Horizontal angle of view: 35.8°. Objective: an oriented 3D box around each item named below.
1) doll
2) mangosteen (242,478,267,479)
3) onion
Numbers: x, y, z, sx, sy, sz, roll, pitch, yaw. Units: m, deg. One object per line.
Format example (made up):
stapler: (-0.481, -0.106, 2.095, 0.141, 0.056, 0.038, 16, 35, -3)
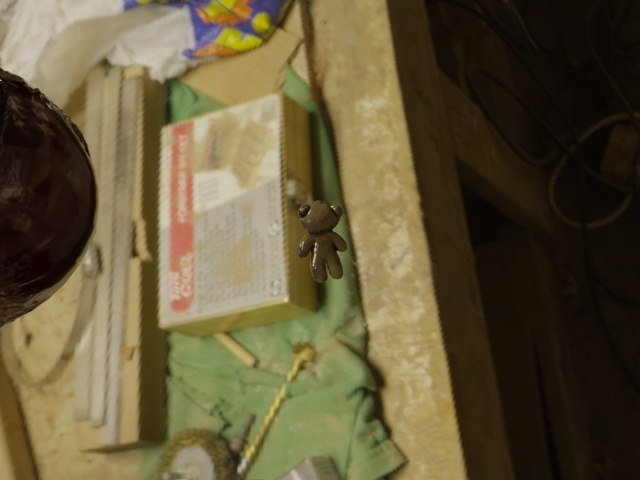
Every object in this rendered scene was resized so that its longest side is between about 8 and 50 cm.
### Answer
doll: (0.001, 0.001, 1.174, 0.061, 0.051, 0.093, -8, 81, -4)
mangosteen: (-0.071, 0.411, 1.116, 0.287, 0.233, 0.288, 3, 52, -4)
onion: (-0.368, -0.040, 1.050, 0.282, 0.260, 0.337, -99, 26, -42)
